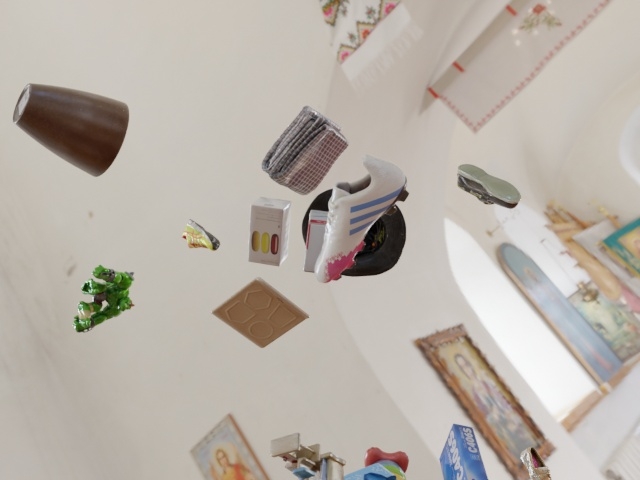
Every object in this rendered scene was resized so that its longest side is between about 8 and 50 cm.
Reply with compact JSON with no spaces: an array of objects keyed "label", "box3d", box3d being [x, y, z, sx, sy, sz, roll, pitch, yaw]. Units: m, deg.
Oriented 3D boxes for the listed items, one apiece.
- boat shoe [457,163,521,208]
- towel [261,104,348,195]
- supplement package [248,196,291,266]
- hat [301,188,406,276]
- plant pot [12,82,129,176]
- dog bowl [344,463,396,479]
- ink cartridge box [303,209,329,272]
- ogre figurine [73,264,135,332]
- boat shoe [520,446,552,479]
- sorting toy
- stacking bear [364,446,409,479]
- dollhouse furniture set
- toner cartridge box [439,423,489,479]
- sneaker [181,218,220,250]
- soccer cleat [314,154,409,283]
[{"label":"boat shoe","box3d":[0.478,-0.144,1.757,0.081,0.228,0.068,-17,-51,-26]},{"label":"towel","box3d":[-0.043,-0.303,2.156,0.283,0.121,0.235,-49,-29,11]},{"label":"supplement package","box3d":[-0.203,-0.036,2.477,0.134,0.139,0.244,-55,-29,-68]},{"label":"hat","box3d":[0.099,-0.015,1.956,0.331,0.331,0.134,-30,-11,-17]},{"label":"plant pot","box3d":[-0.649,-0.305,1.578,0.230,0.215,0.215,23,-58,-40]},{"label":"dog bowl","box3d":[0.133,0.849,2.092,0.297,0.074,0.165,1,-57,-47]},{"label":"ink cartridge box","box3d":[0.000,0.000,1.591,0.175,0.072,0.127,-86,3,-76]},{"label":"ogre figurine","box3d":[-0.515,0.134,1.478,0.118,0.097,0.197,-10,-63,-51]},{"label":"boat shoe","box3d":[0.729,0.766,2.040,0.063,0.170,0.059,-3,-45,-28]},{"label":"sorting toy","box3d":[-0.163,0.195,1.668,0.208,0.038,0.193,-34,-61,28]},{"label":"stacking bear","box3d":[0.257,0.932,2.316,0.289,0.176,0.164,-89,9,-80]},{"label":"dollhouse furniture set","box3d":[-0.047,0.522,1.330,0.129,0.129,0.184,-25,-47,25]},{"label":"toner cartridge box","box3d":[0.463,0.767,1.968,0.348,0.075,0.165,-86,8,-68]},{"label":"sneaker","box3d":[-0.466,0.001,2.376,0.094,0.208,0.081,-54,-43,-3]},{"label":"soccer cleat","box3d":[0.058,-0.052,1.405,0.331,0.143,0.116,-53,19,20]}]
